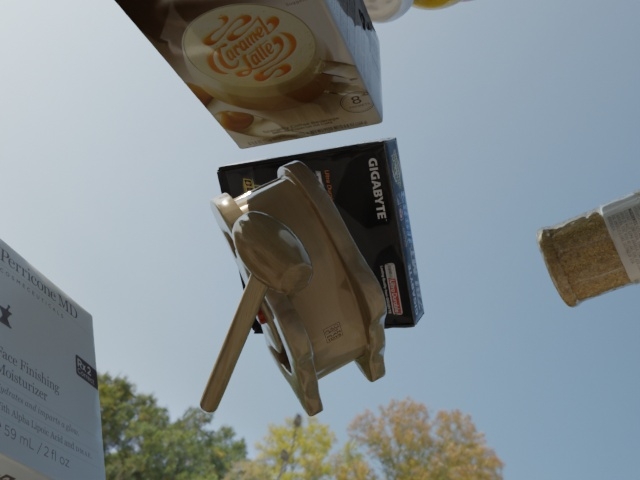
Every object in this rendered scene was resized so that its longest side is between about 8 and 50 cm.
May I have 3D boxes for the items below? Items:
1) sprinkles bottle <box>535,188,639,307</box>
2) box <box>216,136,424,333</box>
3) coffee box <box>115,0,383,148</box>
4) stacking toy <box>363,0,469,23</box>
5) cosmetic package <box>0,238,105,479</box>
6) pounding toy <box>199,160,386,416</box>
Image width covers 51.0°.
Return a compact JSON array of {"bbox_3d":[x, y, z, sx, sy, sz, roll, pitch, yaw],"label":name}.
[{"bbox_3d":[0.465,-0.027,0.852,0.356,0.121,0.121,-25,-66,23],"label":"sprinkles bottle"},{"bbox_3d":[0.000,0.000,1.086,0.294,0.073,0.295,-5,-78,25],"label":"box"},{"bbox_3d":[-0.052,-0.181,0.508,0.141,0.098,0.246,-9,-27,19],"label":"coffee box"},{"bbox_3d":[0.209,-0.539,1.205,0.351,0.480,0.350,36,-30,25],"label":"stacking toy"},{"bbox_3d":[-0.277,0.123,0.520,0.152,0.183,0.151,-23,-38,3],"label":"cosmetic package"},{"bbox_3d":[-0.048,0.044,0.536,0.154,0.155,0.269,55,-15,32],"label":"pounding toy"}]
